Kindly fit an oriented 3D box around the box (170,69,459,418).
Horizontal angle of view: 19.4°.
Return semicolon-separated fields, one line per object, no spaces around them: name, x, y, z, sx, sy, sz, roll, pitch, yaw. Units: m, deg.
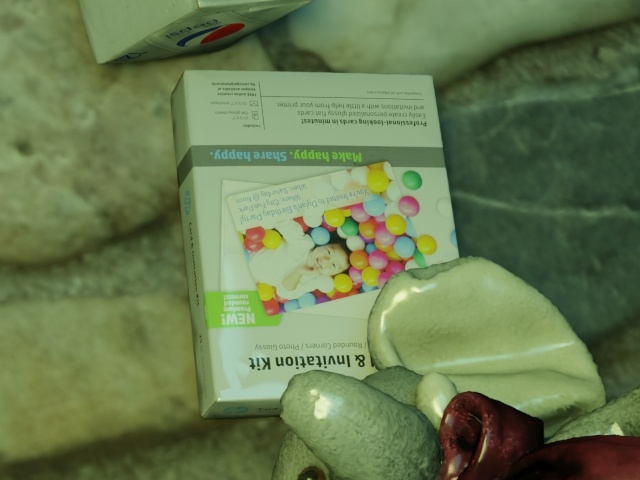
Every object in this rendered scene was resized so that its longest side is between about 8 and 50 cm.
box;0.000;0.000;1.002;0.145;0.038;0.186;0;71;-17

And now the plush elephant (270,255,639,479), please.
plush elephant;0.080;0.128;0.858;0.255;0.330;0.272;22;72;12

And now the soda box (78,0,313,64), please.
soda box;-0.097;-0.244;0.995;0.091;0.098;0.286;-12;84;-42
